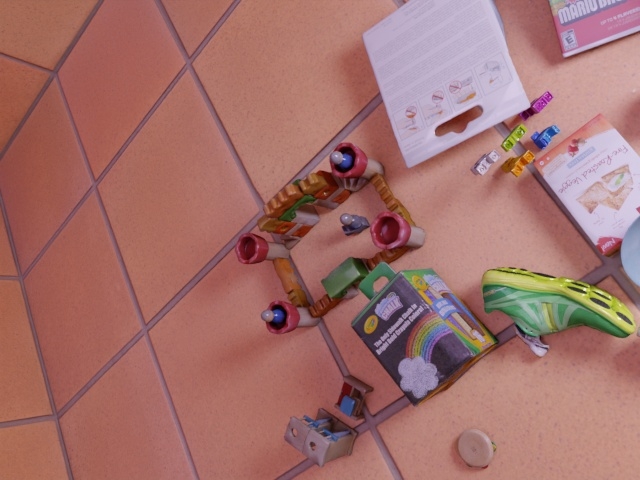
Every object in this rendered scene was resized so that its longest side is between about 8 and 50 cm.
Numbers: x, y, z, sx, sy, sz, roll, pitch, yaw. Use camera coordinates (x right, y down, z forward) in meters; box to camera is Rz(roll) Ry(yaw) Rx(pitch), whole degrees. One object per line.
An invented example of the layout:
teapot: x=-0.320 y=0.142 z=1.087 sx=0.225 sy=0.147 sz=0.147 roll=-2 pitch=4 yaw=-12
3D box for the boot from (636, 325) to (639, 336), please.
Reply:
boot: x=0.688 y=0.140 z=0.924 sx=0.258 sy=0.095 sz=0.124 roll=10 pitch=85 yaw=28

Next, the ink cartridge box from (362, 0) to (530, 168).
ink cartridge box: x=0.289 y=-0.397 z=1.281 sx=0.308 sy=0.091 sz=0.385 roll=-25 pitch=73 yaw=32

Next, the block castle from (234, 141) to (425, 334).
block castle: x=0.000 y=0.000 z=1.362 sx=0.453 sy=0.212 sz=0.303 roll=-40 pitch=63 yaw=26

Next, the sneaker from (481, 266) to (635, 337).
sneaker: x=0.462 y=0.137 z=1.087 sx=0.295 sy=0.109 sz=0.124 roll=16 pitch=109 yaw=39

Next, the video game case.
video game case: x=0.540 y=-0.531 z=1.061 sx=0.203 sy=0.025 sz=0.285 roll=-15 pitch=102 yaw=30

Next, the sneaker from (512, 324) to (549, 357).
sneaker: x=0.436 y=0.201 z=1.134 sx=0.037 sy=0.032 sz=0.083 roll=-45 pitch=65 yaw=8

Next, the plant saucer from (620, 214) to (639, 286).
plant saucer: x=0.632 y=0.006 z=0.965 sx=0.194 sy=0.037 sz=0.195 roll=6 pitch=116 yaw=12

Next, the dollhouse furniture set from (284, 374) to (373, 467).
dollhouse furniture set: x=0.019 y=0.426 z=1.348 sx=0.128 sy=0.129 sz=0.184 roll=23 pitch=99 yaw=36

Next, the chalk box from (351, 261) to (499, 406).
chalk box: x=0.205 y=0.177 z=1.197 sx=0.180 sy=0.179 sz=0.289 roll=-49 pitch=64 yaw=23

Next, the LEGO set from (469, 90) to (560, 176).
LEGO set: x=0.413 y=-0.195 z=1.160 sx=0.087 sy=0.093 sz=0.227 roll=45 pitch=83 yaw=-4

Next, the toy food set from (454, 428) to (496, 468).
toy food set: x=0.333 y=0.449 z=1.181 sx=0.082 sy=0.020 sz=0.083 roll=42 pitch=108 yaw=32

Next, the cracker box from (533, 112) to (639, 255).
cracker box: x=0.549 y=-0.105 z=1.060 sx=0.155 sy=0.067 sz=0.232 roll=-40 pitch=64 yaw=26
